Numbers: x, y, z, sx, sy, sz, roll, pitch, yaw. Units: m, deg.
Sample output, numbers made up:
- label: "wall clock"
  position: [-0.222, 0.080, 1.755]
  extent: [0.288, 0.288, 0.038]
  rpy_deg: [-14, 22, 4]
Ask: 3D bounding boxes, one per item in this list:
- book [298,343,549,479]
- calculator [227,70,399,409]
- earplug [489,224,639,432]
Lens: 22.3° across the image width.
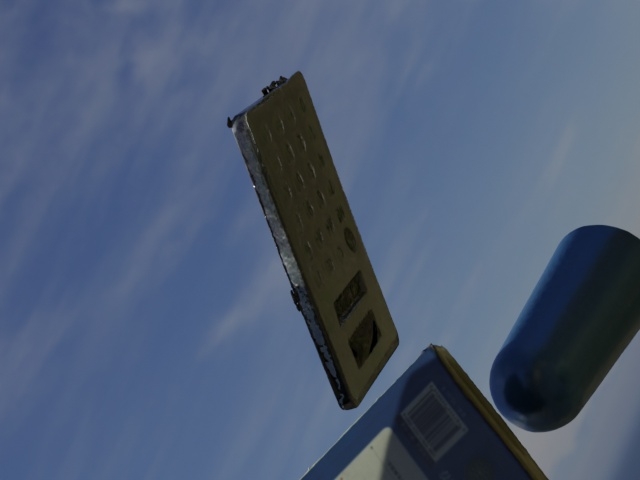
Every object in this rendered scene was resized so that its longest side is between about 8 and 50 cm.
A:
- label: "book"
  position: [0.066, 0.355, 1.661]
  extent: [0.428, 0.300, 0.039]
  rpy_deg: [-47, -27, 22]
- label: "calculator"
  position: [0.000, 0.000, 1.331]
  extent: [0.261, 0.021, 0.161]
  rpy_deg: [69, -159, -12]
- label: "earplug"
  position: [0.270, 0.107, 1.777]
  extent: [0.273, 0.132, 0.132]
  rpy_deg: [-48, -22, -46]
